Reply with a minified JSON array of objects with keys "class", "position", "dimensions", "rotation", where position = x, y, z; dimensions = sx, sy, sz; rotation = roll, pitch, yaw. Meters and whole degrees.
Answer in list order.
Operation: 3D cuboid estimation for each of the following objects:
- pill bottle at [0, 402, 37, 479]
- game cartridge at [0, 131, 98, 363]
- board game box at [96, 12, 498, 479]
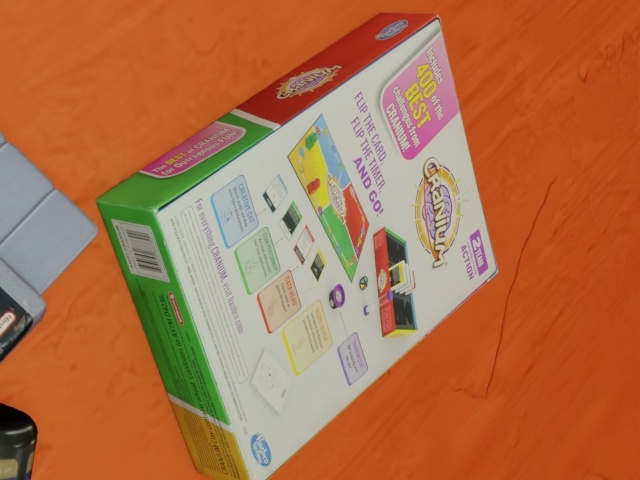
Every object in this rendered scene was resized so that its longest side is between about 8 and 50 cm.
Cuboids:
[{"class":"pill bottle","position":[-0.241,0.203,0.855],"dimensions":[0.123,0.123,0.219],"rotation":[8,93,-48]},{"class":"game cartridge","position":[-0.300,0.044,0.735],"dimensions":[0.230,0.068,0.355],"rotation":[43,62,-7]},{"class":"board game box","position":[0.000,0.000,1.115],"dimensions":[0.316,0.064,0.242],"rotation":[-37,124,-36]}]
